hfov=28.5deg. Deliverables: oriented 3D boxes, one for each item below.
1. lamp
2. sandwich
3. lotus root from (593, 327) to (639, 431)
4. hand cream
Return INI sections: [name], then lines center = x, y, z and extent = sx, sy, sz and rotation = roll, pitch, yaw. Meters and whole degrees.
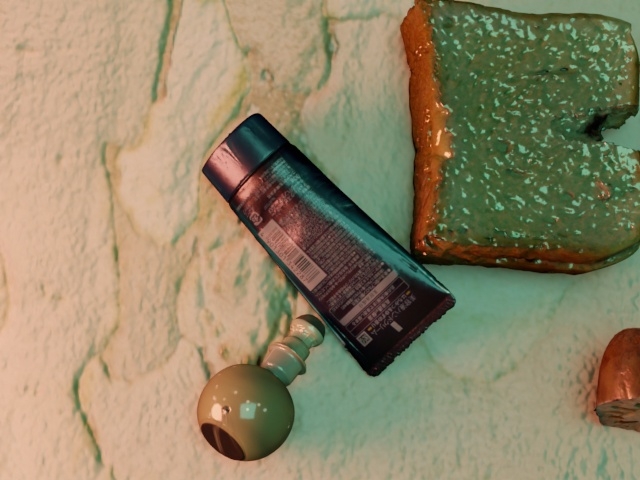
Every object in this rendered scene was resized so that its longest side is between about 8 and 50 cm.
[lamp]
center = -0.048, 0.132, 1.197
extent = 0.091, 0.091, 0.163
rotation = 36, 57, 3
[sandwich]
center = 0.209, -0.101, 1.281
extent = 0.249, 0.095, 0.273
rotation = 3, 74, -10
[lotus root]
center = 0.328, 0.140, 1.220
extent = 0.112, 0.122, 0.081
rotation = 6, 66, 19
[hand cream]
center = 0.000, 0.000, 1.232
extent = 0.120, 0.061, 0.270
rotation = -45, 82, 18
